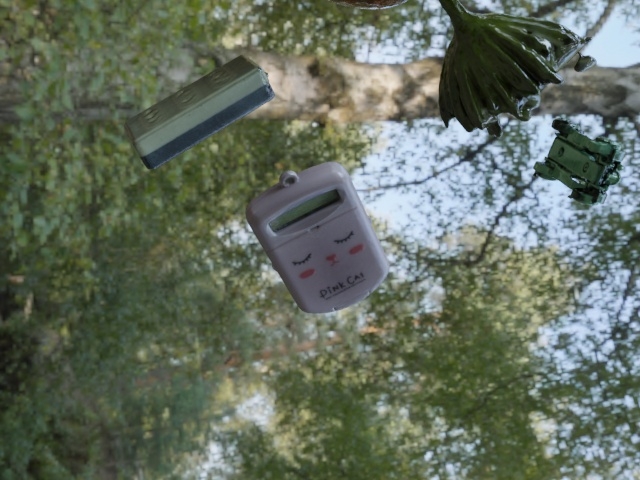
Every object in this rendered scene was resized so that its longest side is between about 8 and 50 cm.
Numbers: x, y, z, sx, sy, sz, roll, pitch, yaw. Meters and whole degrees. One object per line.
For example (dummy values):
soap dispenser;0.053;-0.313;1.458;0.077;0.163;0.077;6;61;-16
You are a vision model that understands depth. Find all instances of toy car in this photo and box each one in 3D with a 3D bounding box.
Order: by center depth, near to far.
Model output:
toy car;0.284;-0.085;0.903;0.143;0.054;0.073;-112;-141;-70

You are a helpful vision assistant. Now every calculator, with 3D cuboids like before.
calculator;0.000;0.000;0.764;0.175;0.100;0.032;62;1;-42

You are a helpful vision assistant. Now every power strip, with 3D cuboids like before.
power strip;-0.200;-0.221;1.388;0.105;0.257;0.070;50;-12;55

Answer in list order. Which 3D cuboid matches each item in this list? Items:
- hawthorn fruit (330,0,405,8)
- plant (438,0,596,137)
hawthorn fruit;0.072;-0.525;1.363;0.316;0.316;0.315;15;-74;63
plant;0.231;-0.329;1.257;0.251;0.180;0.333;-34;-82;23
